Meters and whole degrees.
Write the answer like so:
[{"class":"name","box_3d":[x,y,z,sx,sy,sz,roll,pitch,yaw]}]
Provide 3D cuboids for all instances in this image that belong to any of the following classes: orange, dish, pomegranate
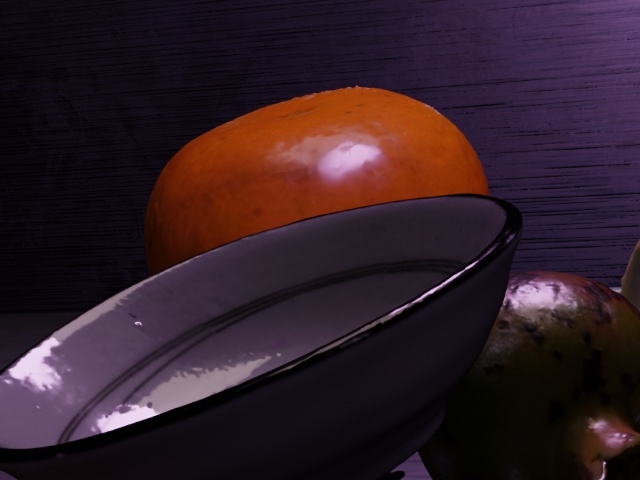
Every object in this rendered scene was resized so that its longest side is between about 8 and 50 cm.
[{"class":"orange","box_3d":[0.000,0.000,1.976,0.424,0.326,0.424,-15,14,4]},{"class":"dish","box_3d":[-0.027,0.078,0.891,0.316,0.106,0.316,-21,13,5]},{"class":"pomegranate","box_3d":[0.137,0.093,0.947,0.156,0.156,0.220,-3,5,-20]}]

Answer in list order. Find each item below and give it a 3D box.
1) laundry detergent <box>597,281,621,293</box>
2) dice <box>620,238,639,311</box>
[{"class":"laundry detergent","box_3d":[0.310,0.097,1.809,0.215,0.105,0.280,-3,-1,1]},{"class":"dice","box_3d":[0.301,0.070,1.090,0.166,0.169,0.169,-2,0,-14]}]
